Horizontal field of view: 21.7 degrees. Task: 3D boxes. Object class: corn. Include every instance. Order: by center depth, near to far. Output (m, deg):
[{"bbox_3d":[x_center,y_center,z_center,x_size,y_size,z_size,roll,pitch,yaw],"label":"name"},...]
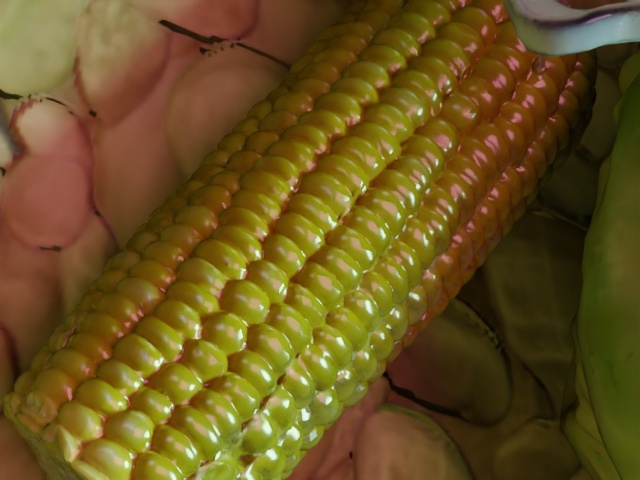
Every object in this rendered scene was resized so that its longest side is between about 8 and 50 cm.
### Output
[{"bbox_3d":[0.000,0.000,0.538,0.093,0.093,0.244,51,62,-19],"label":"corn"}]

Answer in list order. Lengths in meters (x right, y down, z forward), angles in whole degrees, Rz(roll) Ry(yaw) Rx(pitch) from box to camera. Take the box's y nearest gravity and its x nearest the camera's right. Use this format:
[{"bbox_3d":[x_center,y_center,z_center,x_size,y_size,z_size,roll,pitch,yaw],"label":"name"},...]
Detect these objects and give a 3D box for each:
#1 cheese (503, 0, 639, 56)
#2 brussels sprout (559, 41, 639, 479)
[{"bbox_3d":[0.079,-0.134,0.536,0.163,0.249,0.070,-23,127,-16],"label":"cheese"},{"bbox_3d":[0.218,0.032,0.593,0.344,0.268,0.344,-2,99,-15],"label":"brussels sprout"}]
